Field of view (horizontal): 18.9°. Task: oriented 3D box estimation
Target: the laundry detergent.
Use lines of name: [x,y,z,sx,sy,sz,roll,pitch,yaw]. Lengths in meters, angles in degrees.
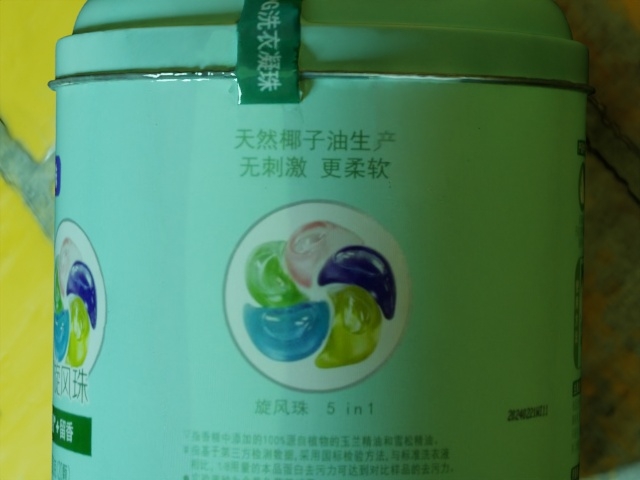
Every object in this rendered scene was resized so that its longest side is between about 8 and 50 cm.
laundry detergent: [0.000,0.000,1.011,0.287,0.287,0.305,1,91,32]
